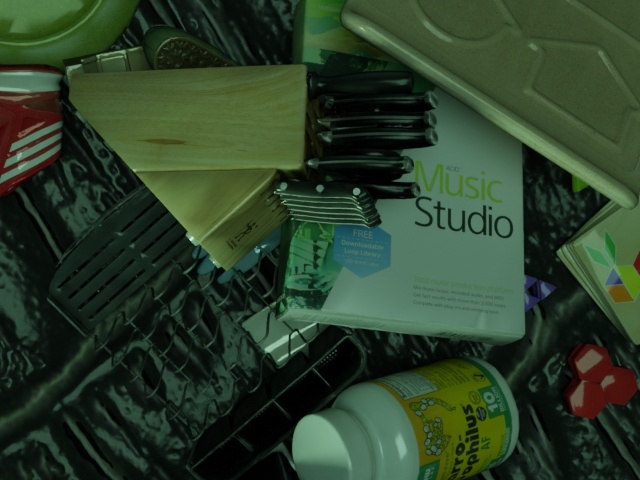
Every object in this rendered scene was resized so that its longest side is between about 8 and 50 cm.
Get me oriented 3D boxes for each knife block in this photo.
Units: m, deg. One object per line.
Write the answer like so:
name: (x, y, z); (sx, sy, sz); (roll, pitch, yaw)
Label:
knife block: (-0.046, -0.107, 0.891); (0.242, 0.088, 0.276); (-43, 70, -5)

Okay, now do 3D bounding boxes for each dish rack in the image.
dish rack: (-0.115, 0.078, 0.977); (0.208, 0.074, 0.271); (-41, 107, 5)

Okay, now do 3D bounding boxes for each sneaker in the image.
sneaker: (-0.097, -0.153, 1.004); (0.192, 0.086, 0.064); (31, 98, -39)
sneaker: (-0.350, -0.099, 0.958); (0.221, 0.087, 0.128); (-1, 101, 3)

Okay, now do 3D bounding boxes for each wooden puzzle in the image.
wooden puzzle: (0.203, -0.225, 1.001); (0.322, 0.080, 0.348); (31, 57, -9)

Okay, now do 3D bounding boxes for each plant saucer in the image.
plant saucer: (-0.289, -0.276, 0.986); (0.240, 0.037, 0.241); (0, 91, -9)

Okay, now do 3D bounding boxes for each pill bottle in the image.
pill bottle: (0.081, 0.185, 0.978); (0.208, 0.117, 0.118); (-8, 93, -38)

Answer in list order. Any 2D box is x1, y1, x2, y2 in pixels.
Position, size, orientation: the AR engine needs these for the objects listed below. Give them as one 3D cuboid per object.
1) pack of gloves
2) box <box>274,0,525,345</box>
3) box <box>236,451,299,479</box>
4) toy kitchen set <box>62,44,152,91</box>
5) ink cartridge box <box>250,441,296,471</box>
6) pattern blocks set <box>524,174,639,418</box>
pack of gloves: (0.000, 0.000, 1.019); (0.232, 0.046, 0.195); (-41, 107, -5)
box: (0.081, -0.071, 0.982); (0.232, 0.058, 0.322); (7, 71, -16)
box: (-0.084, 0.538, 0.901); (0.480, 0.297, 0.472); (-36, 95, -2)
toy kitchen set: (-0.196, -0.144, 0.977); (0.083, 0.075, 0.068); (-13, 108, -12)
ink cartridge box: (-0.041, 0.247, 1.044); (0.048, 0.028, 0.083); (-30, 96, -5)
pattern blocks set: (0.359, 0.012, 1.102); (0.324, 0.026, 0.285); (-26, 96, -7)
